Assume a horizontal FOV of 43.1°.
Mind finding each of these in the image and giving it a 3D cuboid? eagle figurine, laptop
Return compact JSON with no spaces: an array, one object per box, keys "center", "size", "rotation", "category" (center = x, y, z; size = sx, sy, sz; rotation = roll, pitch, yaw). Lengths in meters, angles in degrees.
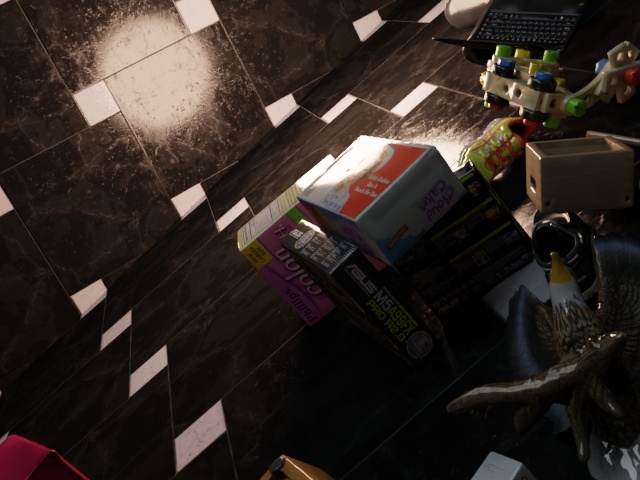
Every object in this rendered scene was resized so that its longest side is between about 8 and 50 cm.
[{"center":[0.297,0.112,0.901],"size":[0.226,0.225,0.298],"rotation":[16,13,21],"category":"eagle figurine"},{"center":[0.410,-0.475,1.724],"size":[0.234,0.136,0.264],"rotation":[16,68,38],"category":"laptop"}]

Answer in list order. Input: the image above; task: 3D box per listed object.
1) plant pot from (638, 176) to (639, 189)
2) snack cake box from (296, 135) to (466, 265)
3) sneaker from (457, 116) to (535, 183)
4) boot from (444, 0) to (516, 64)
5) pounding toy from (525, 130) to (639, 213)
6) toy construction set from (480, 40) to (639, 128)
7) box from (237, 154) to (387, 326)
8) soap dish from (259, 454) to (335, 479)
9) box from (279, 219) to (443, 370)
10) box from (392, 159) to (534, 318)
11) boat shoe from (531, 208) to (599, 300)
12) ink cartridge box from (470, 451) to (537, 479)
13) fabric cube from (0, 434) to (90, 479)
[{"center":[0.471,-0.080,1.080],"size":[0.083,0.083,0.079],"rotation":[-47,8,-15],"category":"plant pot"},{"center":[0.081,-0.069,1.201],"size":[0.152,0.089,0.264],"rotation":[-42,20,-7],"category":"snack cake box"},{"center":[0.330,-0.167,1.501],"size":[0.094,0.081,0.208],"rotation":[-9,37,52],"category":"sneaker"},{"center":[0.438,-0.568,2.069],"size":[0.367,0.146,0.445],"rotation":[-27,29,39],"category":"boot"},{"center":[0.413,-0.102,1.194],"size":[0.206,0.094,0.181],"rotation":[-4,16,6],"category":"pounding toy"},{"center":[0.421,-0.280,1.467],"size":[0.215,0.151,0.328],"rotation":[-3,10,-28],"category":"toy construction set"},{"center":[0.000,0.000,1.561],"size":[0.243,0.213,0.117],"rotation":[-39,20,7],"category":"box"},{"center":[-0.028,0.390,0.950],"size":[0.229,0.118,0.291],"rotation":[-47,22,-14],"category":"soap dish"},{"center":[0.057,0.080,1.292],"size":[0.060,0.216,0.270],"rotation":[-44,19,-7],"category":"box"},{"center":[0.202,0.003,1.229],"size":[0.191,0.184,0.045],"rotation":[-36,19,17],"category":"box"},{"center":[0.338,-0.002,1.150],"size":[0.084,0.079,0.233],"rotation":[-35,20,23],"category":"boat shoe"},{"center":[0.179,0.291,0.817],"size":[0.122,0.088,0.052],"rotation":[-49,21,-20],"category":"ink cartridge box"},{"center":[-0.475,0.503,1.338],"size":[0.258,0.254,0.259],"rotation":[-11,35,55],"category":"fabric cube"}]
